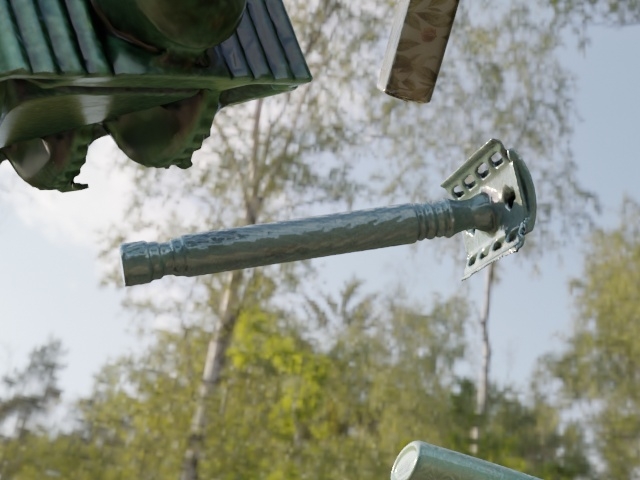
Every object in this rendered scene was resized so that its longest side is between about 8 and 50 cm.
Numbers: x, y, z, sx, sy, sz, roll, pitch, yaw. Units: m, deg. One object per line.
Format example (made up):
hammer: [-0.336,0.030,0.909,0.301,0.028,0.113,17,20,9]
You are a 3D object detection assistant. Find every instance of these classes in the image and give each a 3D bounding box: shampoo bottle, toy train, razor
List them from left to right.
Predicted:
toy train: [-0.153,-0.103,0.432,0.138,0.178,0.330,-6,0,-44]
razor: [0.000,0.000,0.639,0.232,0.068,0.106,-9,-11,-12]
shampoo bottle: [0.159,0.217,0.938,0.190,0.041,0.069,17,-36,-10]

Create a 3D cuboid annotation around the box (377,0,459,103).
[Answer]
box: [0.081,-0.164,0.909,0.045,0.098,0.062,13,7,-7]
